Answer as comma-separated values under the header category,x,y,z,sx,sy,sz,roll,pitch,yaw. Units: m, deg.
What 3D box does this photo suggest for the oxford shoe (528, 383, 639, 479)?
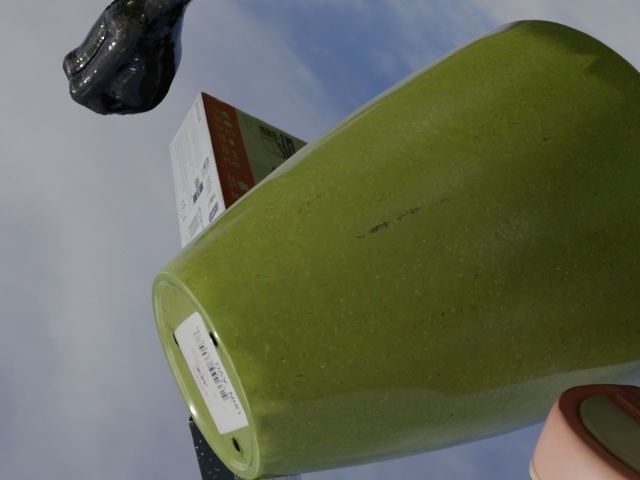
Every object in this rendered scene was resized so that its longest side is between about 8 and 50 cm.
category,x,y,z,sx,sy,sz,roll,pitch,yaw
oxford shoe,0.219,0.173,0.540,0.397,0.147,0.140,15,-163,-40

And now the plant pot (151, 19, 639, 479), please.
category,x,y,z,sx,sy,sz,roll,pitch,yaw
plant pot,0.050,0.027,0.632,0.293,0.275,0.275,-22,-122,-25

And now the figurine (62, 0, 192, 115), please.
category,x,y,z,sx,sy,sz,roll,pitch,yaw
figurine,-0.154,-0.248,0.794,0.092,0.209,0.215,-8,-111,-39

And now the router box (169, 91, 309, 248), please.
category,x,y,z,sx,sy,sz,roll,pitch,yaw
router box,0.000,0.000,1.014,0.301,0.082,0.335,23,-157,-24

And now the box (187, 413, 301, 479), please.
category,x,y,z,sx,sy,sz,roll,pitch,yaw
box,-0.052,0.191,0.780,0.044,0.233,0.159,-6,-155,6
